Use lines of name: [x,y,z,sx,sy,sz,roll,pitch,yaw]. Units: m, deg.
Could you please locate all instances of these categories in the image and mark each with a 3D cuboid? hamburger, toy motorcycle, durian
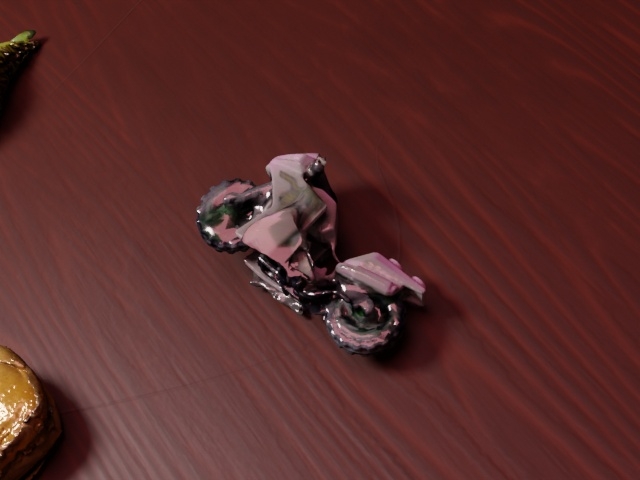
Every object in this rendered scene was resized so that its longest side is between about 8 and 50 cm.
hamburger: [-0.439,0.232,1.455,0.213,0.108,0.214,-7,57,10]
toy motorcycle: [0.000,0.000,1.479,0.327,0.143,0.188,36,71,24]
durian: [-0.553,-0.206,1.784,0.132,0.106,0.375,11,56,27]
